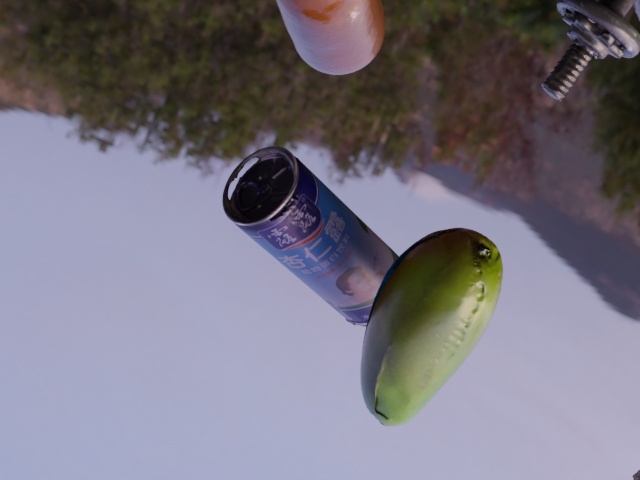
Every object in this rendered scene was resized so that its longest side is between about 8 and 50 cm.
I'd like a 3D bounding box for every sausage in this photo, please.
[{"bbox_3d":[0.011,-0.243,1.435,0.105,0.105,0.274,25,175,9],"label":"sausage"}]

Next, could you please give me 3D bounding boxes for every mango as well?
[{"bbox_3d":[0.103,0.087,1.407,0.111,0.233,0.125,25,-154,-3],"label":"mango"}]

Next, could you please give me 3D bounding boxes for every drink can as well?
[{"bbox_3d":[0.000,0.000,1.473,0.097,0.097,0.235,31,172,46],"label":"drink can"}]

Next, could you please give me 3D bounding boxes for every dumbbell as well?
[{"bbox_3d":[0.264,-0.225,1.147,0.081,0.254,0.081,35,-178,-1],"label":"dumbbell"}]

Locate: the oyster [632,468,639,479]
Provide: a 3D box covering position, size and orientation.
[{"bbox_3d":[0.369,0.260,1.471,0.034,0.051,0.093,19,-165,-29],"label":"oyster"}]

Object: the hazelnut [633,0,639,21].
[{"bbox_3d":[0.429,-0.286,1.533,0.208,0.208,0.208,23,-173,-3],"label":"hazelnut"}]
